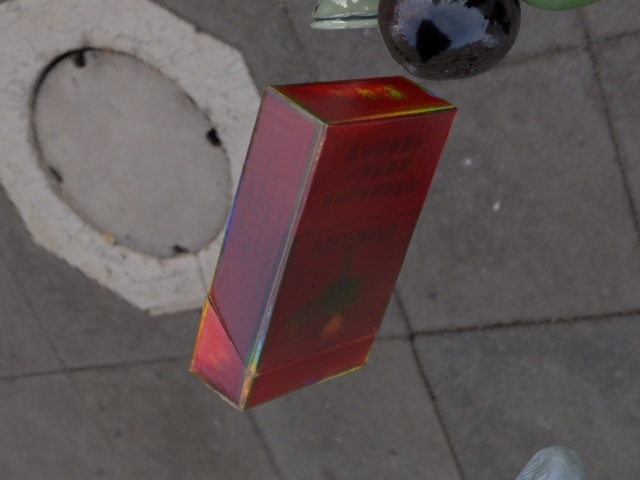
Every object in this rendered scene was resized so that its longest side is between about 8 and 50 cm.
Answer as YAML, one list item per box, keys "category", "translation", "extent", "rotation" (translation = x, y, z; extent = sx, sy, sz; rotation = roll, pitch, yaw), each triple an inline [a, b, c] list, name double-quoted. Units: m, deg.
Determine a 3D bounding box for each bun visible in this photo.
- category: "bun"
  translation: [0.334, 0.365, 1.573]
  extent: [0.083, 0.141, 0.141]
  rotation: [33, 133, -7]

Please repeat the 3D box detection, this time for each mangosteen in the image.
- category: "mangosteen"
  translation: [0.134, -0.243, 1.139]
  extent: [0.152, 0.152, 0.152]
  rotation: [15, 129, 20]

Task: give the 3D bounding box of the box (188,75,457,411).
- category: "box"
  translation: [0.000, 0.000, 1.072]
  extent: [0.089, 0.197, 0.313]
  rotation: [34, 120, 32]

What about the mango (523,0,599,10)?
- category: "mango"
  translation: [0.271, -0.290, 0.920]
  extent: [0.251, 0.156, 0.114]
  rotation: [-34, 107, 1]

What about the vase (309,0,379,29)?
- category: "vase"
  translation: [0.036, -0.435, 1.398]
  extent: [0.173, 0.173, 0.321]
  rotation: [2, 105, 29]
